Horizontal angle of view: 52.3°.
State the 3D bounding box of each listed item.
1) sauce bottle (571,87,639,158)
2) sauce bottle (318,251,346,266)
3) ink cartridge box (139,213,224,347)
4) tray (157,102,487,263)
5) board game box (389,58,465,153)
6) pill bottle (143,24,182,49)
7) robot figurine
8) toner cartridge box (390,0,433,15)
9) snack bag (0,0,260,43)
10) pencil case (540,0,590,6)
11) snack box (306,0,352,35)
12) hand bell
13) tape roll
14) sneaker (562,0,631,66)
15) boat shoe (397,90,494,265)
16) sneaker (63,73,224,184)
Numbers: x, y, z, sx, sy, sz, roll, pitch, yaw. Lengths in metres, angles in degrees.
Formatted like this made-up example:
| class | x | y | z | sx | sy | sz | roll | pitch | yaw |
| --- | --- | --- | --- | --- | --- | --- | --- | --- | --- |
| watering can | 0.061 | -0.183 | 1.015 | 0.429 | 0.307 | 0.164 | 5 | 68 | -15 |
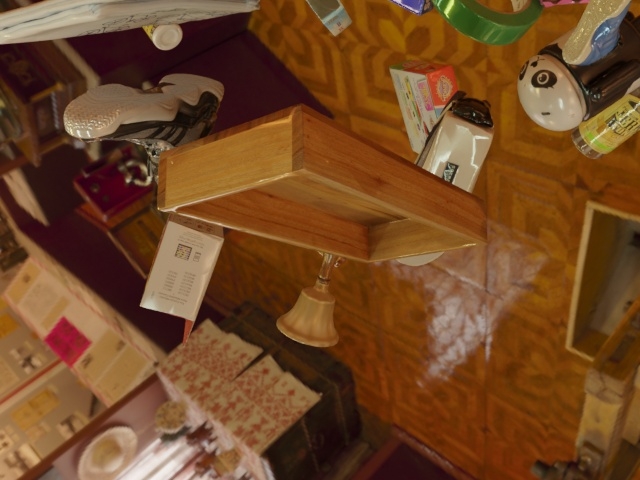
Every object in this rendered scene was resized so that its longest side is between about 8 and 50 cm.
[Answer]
| class | x | y | z | sx | sy | sz | roll | pitch | yaw |
| --- | --- | --- | --- | --- | --- | --- | --- | --- | --- |
| sauce bottle | 0.753 | -0.328 | 1.546 | 0.111 | 0.111 | 0.344 | 48 | 143 | 7 |
| sauce bottle | 0.000 | 0.000 | 1.331 | 0.128 | 0.042 | 0.042 | 43 | 152 | -10 |
| ink cartridge box | -0.332 | 0.065 | 1.540 | 0.130 | 0.271 | 0.309 | 19 | -171 | -13 |
| tray | 0.027 | -0.047 | 0.809 | 0.203 | 0.411 | 0.076 | -11 | 74 | 36 |
| board game box | 0.269 | -0.313 | 1.600 | 0.316 | 0.064 | 0.242 | -118 | 8 | -69 |
| pill bottle | -0.340 | -0.456 | 1.357 | 0.116 | 0.065 | 0.065 | 54 | 154 | 27 |
| robot figurine | 0.526 | -0.339 | 1.287 | 0.173 | 0.278 | 0.209 | 57 | -178 | 12 |
| toner cartridge box | 0.287 | -0.856 | 1.893 | 0.165 | 0.075 | 0.347 | 35 | 140 | 22 |
| snack bag | -0.161 | -0.287 | 0.777 | 0.343 | 0.323 | 0.037 | -1 | 109 | 29 |
| pencil case | 0.672 | -0.654 | 1.684 | 0.209 | 0.095 | 0.098 | 3 | 114 | 17 |
| snack box | -0.053 | -0.612 | 1.442 | 0.322 | 0.060 | 0.187 | 54 | -168 | -2 |
| hand bell | 0.007 | 0.065 | 1.237 | 0.126 | 0.126 | 0.242 | 28 | 108 | 37 |
| tape roll | 0.444 | -0.676 | 1.750 | 0.321 | 0.321 | 0.077 | 48 | 149 | 7 |
| sneaker | 0.469 | -0.352 | 1.060 | 0.058 | 0.085 | 0.152 | 58 | 136 | 37 |
| boat shoe | 0.233 | -0.118 | 1.228 | 0.127 | 0.158 | 0.340 | 24 | 124 | 2 |
| sneaker | -0.229 | -0.136 | 0.896 | 0.101 | 0.269 | 0.153 | 19 | 119 | 23 |
